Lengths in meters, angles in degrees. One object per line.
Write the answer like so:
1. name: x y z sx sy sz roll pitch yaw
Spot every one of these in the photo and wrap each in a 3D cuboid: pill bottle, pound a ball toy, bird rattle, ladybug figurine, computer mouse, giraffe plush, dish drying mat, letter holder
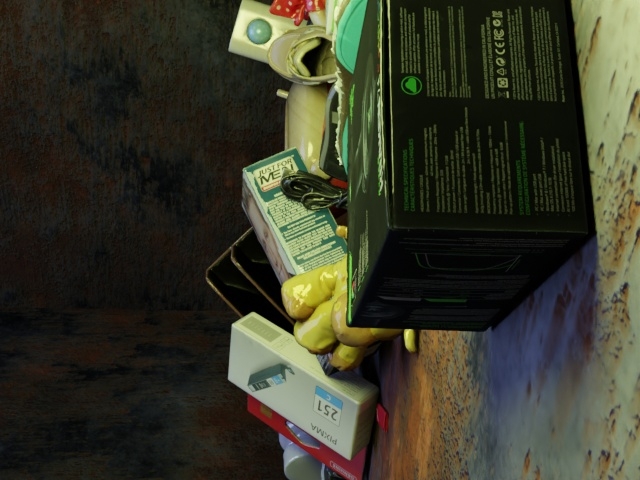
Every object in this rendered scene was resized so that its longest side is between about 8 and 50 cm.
1. pill bottle: -0.011 0.379 1.915 0.161 0.161 0.283 95 174 -45
2. pound a ball toy: -0.053 -0.412 2.018 0.136 0.319 0.208 -103 30 -78
3. bird rattle: 0.028 -0.447 1.651 0.207 0.143 0.253 -47 61 45
4. ladybug figurine: 0.012 -0.180 1.751 0.449 0.162 0.305 -100 11 -70
5. computer mouse: 0.052 -0.156 1.324 0.072 0.188 0.272 -73 0 -48
6. giraffe plush: 0.064 0.089 1.180 0.210 0.181 0.170 -54 18 2
7. dish drying mat: 0.100 0.287 1.418 0.083 0.008 0.032 180 93 -86
8. letter holder: -0.065 0.131 1.671 0.302 0.152 0.214 46 -178 -10

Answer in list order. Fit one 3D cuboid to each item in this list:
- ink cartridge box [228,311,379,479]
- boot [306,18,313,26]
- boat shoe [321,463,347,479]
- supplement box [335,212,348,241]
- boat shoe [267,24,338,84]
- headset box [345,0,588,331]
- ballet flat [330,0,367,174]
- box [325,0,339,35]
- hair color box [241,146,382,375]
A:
1. ink cartridge box: -0.042 0.306 1.598 0.066 0.296 0.261 -31 -42 -43
2. boot: 0.017 -0.454 1.886 0.263 0.091 0.229 64 -165 -56
3. boat shoe: 0.050 0.417 1.677 0.076 0.080 0.228 -101 20 -79
4. supplement box: 0.034 -0.013 2.000 0.080 0.078 0.233 99 172 -62
5. boat shoe: -0.010 -0.323 1.526 0.302 0.098 0.109 21 108 48
6. headset box: 0.096 -0.073 0.704 0.283 0.131 0.246 101 170 -71
7. ballet flat: 0.088 -0.197 0.973 0.409 0.147 0.147 103 168 -67
8. box: 0.079 -0.444 1.171 0.262 0.126 0.231 99 173 -57
9. hair color box: -0.015 0.039 1.457 0.347 0.105 0.174 63 166 15
